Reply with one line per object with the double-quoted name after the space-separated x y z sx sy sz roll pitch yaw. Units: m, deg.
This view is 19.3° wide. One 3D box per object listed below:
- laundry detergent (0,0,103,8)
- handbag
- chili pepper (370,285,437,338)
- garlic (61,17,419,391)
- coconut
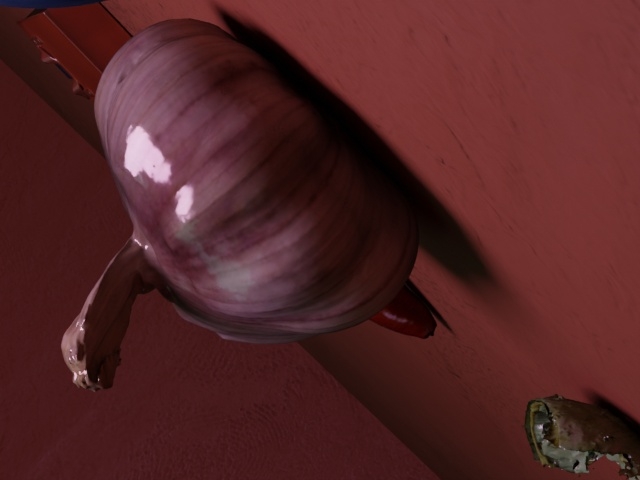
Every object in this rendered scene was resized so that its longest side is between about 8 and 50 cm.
-0.143 -0.191 0.895 0.143 0.094 0.290 1 172 0 "laundry detergent"
-0.221 -0.184 1.799 0.127 0.063 0.190 46 170 -14 "handbag"
0.000 0.000 1.551 0.272 0.071 0.063 41 136 -15 "chili pepper"
-0.081 0.000 1.242 0.245 0.253 0.245 39 165 13 "garlic"
0.195 0.149 1.285 0.158 0.055 0.133 37 169 43 "coconut"
